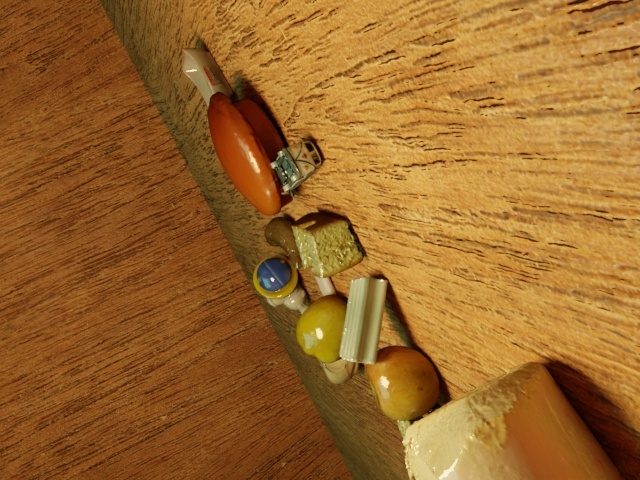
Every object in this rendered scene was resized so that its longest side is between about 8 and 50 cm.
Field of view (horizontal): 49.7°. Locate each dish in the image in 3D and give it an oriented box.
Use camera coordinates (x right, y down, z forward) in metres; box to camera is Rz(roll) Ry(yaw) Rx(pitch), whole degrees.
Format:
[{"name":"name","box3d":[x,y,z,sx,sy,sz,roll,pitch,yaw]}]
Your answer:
[{"name":"dish","box3d":[-0.327,-0.466,2.044,0.212,0.077,0.151,59,164,4]}]

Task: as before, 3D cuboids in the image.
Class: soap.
[{"name":"soap","box3d":[0.101,0.189,1.639,0.119,0.067,0.197,155,125,-77]}]

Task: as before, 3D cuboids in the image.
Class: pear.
[{"name":"pear","box3d":[0.025,0.260,2.044,0.200,0.200,0.200,55,165,22]}]

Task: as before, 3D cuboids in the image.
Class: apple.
[{"name":"apple","box3d":[0.200,0.339,1.653,0.182,0.155,0.182,161,90,-86]}]

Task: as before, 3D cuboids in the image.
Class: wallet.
[{"name":"wallet","box3d":[0.001,0.104,2.122,0.095,0.033,0.190,30,147,62]}]

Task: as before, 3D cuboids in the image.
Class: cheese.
[{"name":"cheese","box3d":[0.030,0.354,2.334,0.266,0.127,0.233,60,169,13]}]

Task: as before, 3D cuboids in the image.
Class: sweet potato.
[{"name":"sweet potato","box3d":[-0.116,-0.014,2.166,0.124,0.098,0.310,67,169,-22]}]

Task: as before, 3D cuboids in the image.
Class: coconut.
[{"name":"coconut","box3d":[0.301,0.377,1.070,0.309,0.298,0.297,62,167,15]}]

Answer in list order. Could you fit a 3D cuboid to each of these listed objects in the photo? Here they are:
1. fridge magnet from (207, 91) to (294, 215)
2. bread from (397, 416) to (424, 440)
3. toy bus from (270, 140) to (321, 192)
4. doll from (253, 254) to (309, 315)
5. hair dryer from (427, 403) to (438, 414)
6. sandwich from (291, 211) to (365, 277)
[{"name":"fridge magnet","box3d":[-0.193,-0.236,1.867,0.363,0.155,0.363,55,166,22]},{"name":"bread","box3d":[0.286,0.493,1.688,0.207,0.056,0.286,28,-179,-3]},{"name":"toy bus","box3d":[-0.055,-0.178,1.632,0.087,0.089,0.194,62,166,1]},{"name":"doll","box3d":[-0.130,0.192,2.500,0.311,0.160,0.242,46,160,34]},{"name":"hair dryer","box3d":[0.230,0.381,1.853,0.195,0.075,0.219,47,174,13]},{"name":"sandwich","box3d":[0.000,0.000,1.730,0.236,0.128,0.122,22,132,67]}]
